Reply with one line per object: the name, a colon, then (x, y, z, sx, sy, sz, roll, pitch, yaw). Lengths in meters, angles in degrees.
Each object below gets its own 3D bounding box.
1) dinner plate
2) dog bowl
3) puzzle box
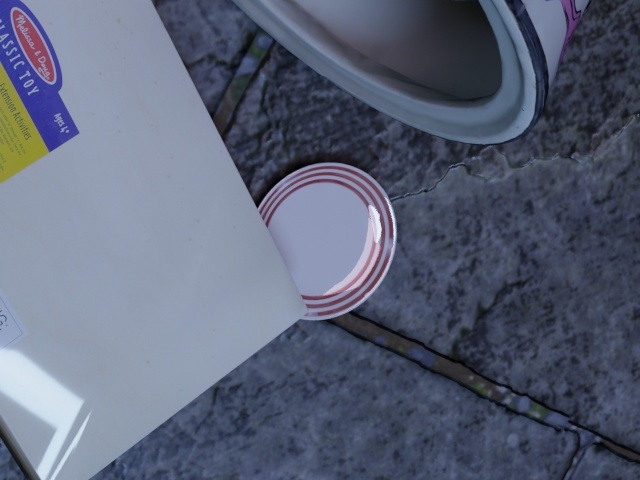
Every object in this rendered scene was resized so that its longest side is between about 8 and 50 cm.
dinner plate: (0.000, 0.000, 1.464, 0.141, 0.017, 0.141, -7, 108, -23)
dog bowl: (0.033, -0.258, 1.198, 0.150, 0.408, 0.408, -50, 118, -14)
puzzle box: (-0.202, -0.038, 1.305, 0.272, 0.052, 0.409, -36, 114, -23)
